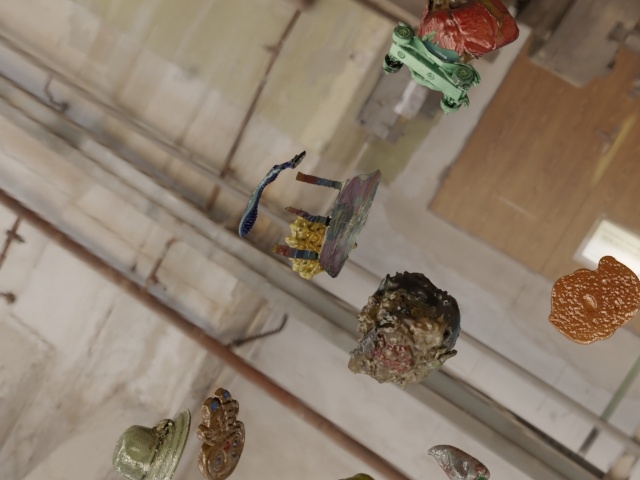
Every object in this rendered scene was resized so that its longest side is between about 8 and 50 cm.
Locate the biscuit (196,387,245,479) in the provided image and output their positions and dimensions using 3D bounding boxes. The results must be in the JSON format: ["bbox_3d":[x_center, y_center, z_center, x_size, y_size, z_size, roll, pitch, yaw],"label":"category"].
[{"bbox_3d":[-0.172,0.344,1.667,0.026,0.175,0.124,11,-149,28],"label":"biscuit"}]

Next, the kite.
[{"bbox_3d":[0.016,-0.027,1.501,0.022,0.204,0.360,25,-171,19],"label":"kite"}]

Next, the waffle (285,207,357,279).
[{"bbox_3d":[0.000,0.000,1.973,0.046,0.160,0.192,32,153,39],"label":"waffle"}]

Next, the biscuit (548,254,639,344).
[{"bbox_3d":[0.368,0.082,1.284,0.102,0.130,0.019,59,-167,18],"label":"biscuit"}]

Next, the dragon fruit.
[{"bbox_3d":[0.278,-0.446,1.908,0.223,0.148,0.218,-26,-159,-24],"label":"dragon fruit"}]

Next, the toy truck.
[{"bbox_3d":[0.173,-0.267,1.438,0.154,0.078,0.080,36,149,11],"label":"toy truck"}]

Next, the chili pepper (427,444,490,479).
[{"bbox_3d":[0.220,0.354,1.484,0.041,0.050,0.153,47,168,-24],"label":"chili pepper"}]

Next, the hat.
[{"bbox_3d":[-0.378,0.446,2.008,0.110,0.252,0.252,28,-171,-17],"label":"hat"}]

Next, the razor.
[{"bbox_3d":[-0.073,-0.063,1.262,0.028,0.154,0.044,39,-147,-1],"label":"razor"}]

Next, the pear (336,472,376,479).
[{"bbox_3d":[0.091,0.747,2.415,0.253,0.253,0.307,22,-130,-43],"label":"pear"}]

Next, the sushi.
[{"bbox_3d":[0.180,0.203,2.011,0.225,0.239,0.219,9,-156,8],"label":"sushi"}]
